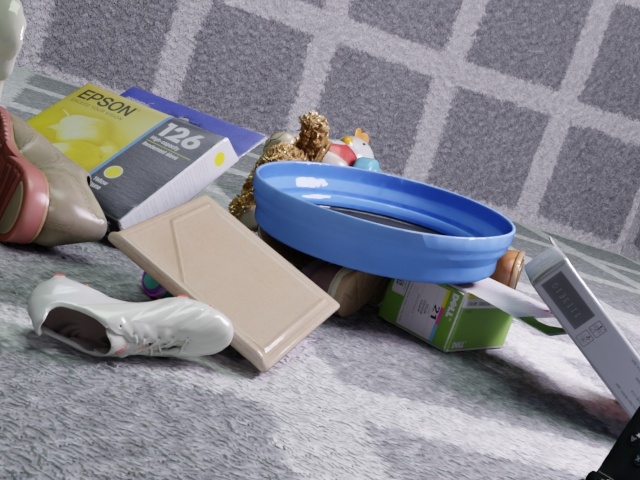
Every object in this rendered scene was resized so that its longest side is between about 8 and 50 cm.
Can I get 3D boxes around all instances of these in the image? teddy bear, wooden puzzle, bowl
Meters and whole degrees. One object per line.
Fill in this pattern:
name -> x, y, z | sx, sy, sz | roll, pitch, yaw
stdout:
teddy bear -> -0.082, -0.128, 1.669 | 0.113, 0.245, 0.338 | 32, 40, 1
wooden puzzle -> -0.105, 0.045, 1.035 | 0.221, 0.044, 0.238 | 40, 22, 9
bowl -> 0.089, -0.031, 1.351 | 0.391, 0.077, 0.391 | 11, 15, -3

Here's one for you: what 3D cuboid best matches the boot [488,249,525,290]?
boot -> 0.282, 0.032, 1.810 | 0.220, 0.109, 0.283 | 19, 6, 0

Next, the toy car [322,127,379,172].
toy car -> 0.050, -0.173, 1.998 | 0.219, 0.210, 0.238 | 13, 49, 20

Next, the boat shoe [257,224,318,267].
boat shoe -> -0.002, 0.008, 1.542 | 0.257, 0.095, 0.095 | 19, -7, -27

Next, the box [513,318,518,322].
box -> 0.267, 0.097, 1.646 | 0.178, 0.042, 0.109 | 14, 11, -21

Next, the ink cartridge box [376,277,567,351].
ink cartridge box -> 0.242, 0.119, 1.326 | 0.255, 0.097, 0.188 | 28, 13, 35

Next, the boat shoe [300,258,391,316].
boat shoe -> 0.054, 0.045, 1.370 | 0.092, 0.103, 0.285 | 27, 18, 17

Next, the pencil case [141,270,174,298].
pencil case -> -0.137, 0.045, 1.109 | 0.151, 0.064, 0.070 | 12, 37, -39

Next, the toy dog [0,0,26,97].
toy dog -> -0.551, -0.164, 0.880 | 0.407, 0.285, 0.395 | 7, 15, -43

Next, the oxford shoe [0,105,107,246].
oxford shoe -> -0.383, -0.078, 1.211 | 0.130, 0.123, 0.348 | 16, 20, -36

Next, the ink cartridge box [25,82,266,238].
ink cartridge box -> -0.294, -0.145, 1.375 | 0.303, 0.072, 0.307 | 23, 51, 29

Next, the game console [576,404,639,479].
game console -> 0.352, 0.226, 0.759 | 0.293, 0.250, 0.173 | 28, -13, 42

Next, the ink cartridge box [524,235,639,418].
ink cartridge box -> 0.377, 0.129, 1.226 | 0.275, 0.060, 0.239 | 53, 11, 0

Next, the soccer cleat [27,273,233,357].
soccer cleat -> -0.175, 0.085, 0.852 | 0.196, 0.068, 0.076 | 14, 26, -20
